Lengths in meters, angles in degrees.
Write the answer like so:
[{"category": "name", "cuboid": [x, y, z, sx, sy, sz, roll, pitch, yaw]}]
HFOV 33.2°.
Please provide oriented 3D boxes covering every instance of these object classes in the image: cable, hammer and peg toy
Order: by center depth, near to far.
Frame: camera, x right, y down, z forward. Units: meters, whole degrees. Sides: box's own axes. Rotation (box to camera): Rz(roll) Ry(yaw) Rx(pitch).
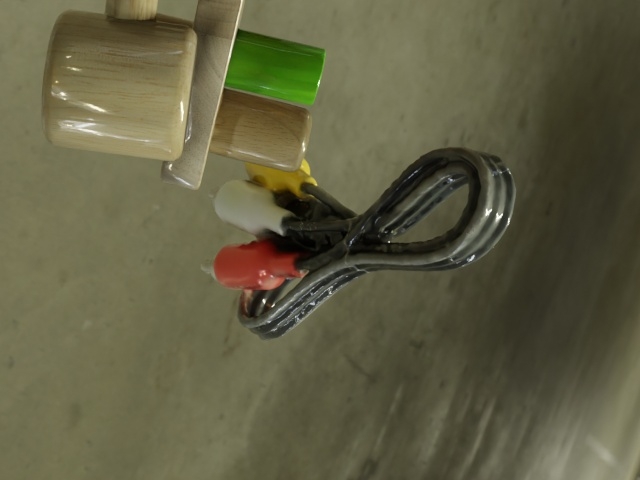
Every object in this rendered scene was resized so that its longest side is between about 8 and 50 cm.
[{"category": "hammer and peg toy", "cuboid": [-0.041, -0.169, 0.578, 0.361, 0.127, 0.266, -96, -160, -71]}, {"category": "cable", "cuboid": [0.000, 0.000, 0.675, 0.072, 0.287, 0.140, 20, 83, -27]}]
